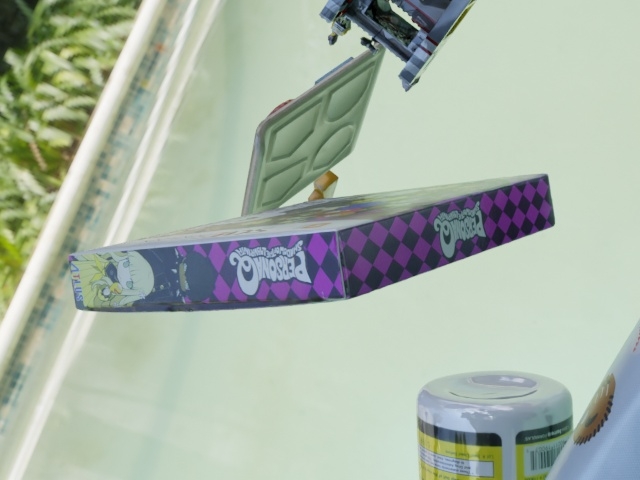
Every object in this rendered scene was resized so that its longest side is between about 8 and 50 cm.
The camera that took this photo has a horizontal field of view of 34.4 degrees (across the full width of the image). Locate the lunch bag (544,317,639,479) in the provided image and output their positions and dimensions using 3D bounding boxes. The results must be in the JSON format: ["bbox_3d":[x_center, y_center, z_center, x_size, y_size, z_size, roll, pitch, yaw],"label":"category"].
[{"bbox_3d":[0.311,0.165,0.723,0.239,0.385,0.328,36,105,32],"label":"lunch bag"}]

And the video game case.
[{"bbox_3d":[0.000,0.000,0.642,0.210,0.232,0.042,-4,97,40],"label":"video game case"}]

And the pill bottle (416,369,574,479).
[{"bbox_3d":[0.214,0.339,1.252,0.188,0.188,0.334,-164,70,-71],"label":"pill bottle"}]

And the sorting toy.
[{"bbox_3d":[-0.024,-0.098,1.238,0.229,0.041,0.307,-43,-15,-29],"label":"sorting toy"}]

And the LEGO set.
[{"bbox_3d":[0.047,-0.279,0.894,0.192,0.331,0.255,-53,5,31],"label":"LEGO set"}]
